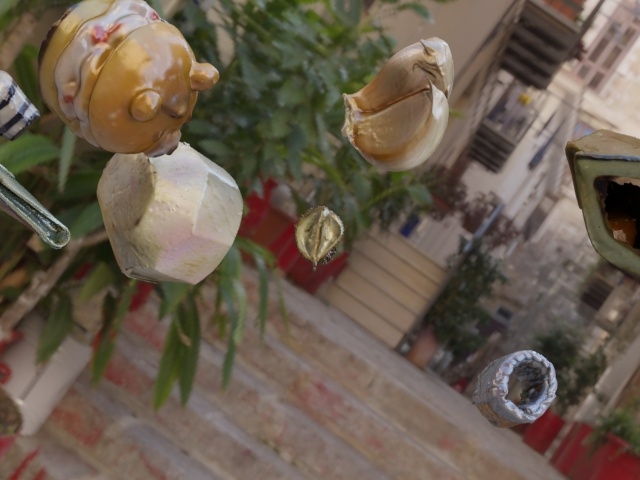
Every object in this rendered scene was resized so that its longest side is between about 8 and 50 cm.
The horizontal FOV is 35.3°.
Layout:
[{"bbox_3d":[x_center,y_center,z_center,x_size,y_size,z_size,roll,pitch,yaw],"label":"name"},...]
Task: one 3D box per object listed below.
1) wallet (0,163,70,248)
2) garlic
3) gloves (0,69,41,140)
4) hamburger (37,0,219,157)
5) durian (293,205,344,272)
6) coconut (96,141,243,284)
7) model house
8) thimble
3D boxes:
[{"bbox_3d":[-0.665,-0.102,2.112,0.309,0.077,0.223,25,-21,50],"label":"wallet"},{"bbox_3d":[0.202,-0.326,2.416,0.249,0.313,0.286,50,34,-22],"label":"garlic"},{"bbox_3d":[-0.646,-0.286,1.913,0.218,0.131,0.140,48,15,-13],"label":"gloves"},{"bbox_3d":[-0.320,-0.272,1.733,0.237,0.276,0.276,30,-6,19],"label":"hamburger"},{"bbox_3d":[0.003,0.000,2.104,0.110,0.140,0.071,4,-6,27],"label":"durian"},{"bbox_3d":[-0.346,-0.059,2.300,0.352,0.352,0.352,35,-4,3],"label":"coconut"},{"bbox_3d":[0.508,-0.066,1.696,0.239,0.173,0.268,-90,165,-71],"label":"model house"},{"bbox_3d":[0.387,0.294,2.000,0.127,0.151,0.118,41,-28,-2],"label":"thimble"}]
